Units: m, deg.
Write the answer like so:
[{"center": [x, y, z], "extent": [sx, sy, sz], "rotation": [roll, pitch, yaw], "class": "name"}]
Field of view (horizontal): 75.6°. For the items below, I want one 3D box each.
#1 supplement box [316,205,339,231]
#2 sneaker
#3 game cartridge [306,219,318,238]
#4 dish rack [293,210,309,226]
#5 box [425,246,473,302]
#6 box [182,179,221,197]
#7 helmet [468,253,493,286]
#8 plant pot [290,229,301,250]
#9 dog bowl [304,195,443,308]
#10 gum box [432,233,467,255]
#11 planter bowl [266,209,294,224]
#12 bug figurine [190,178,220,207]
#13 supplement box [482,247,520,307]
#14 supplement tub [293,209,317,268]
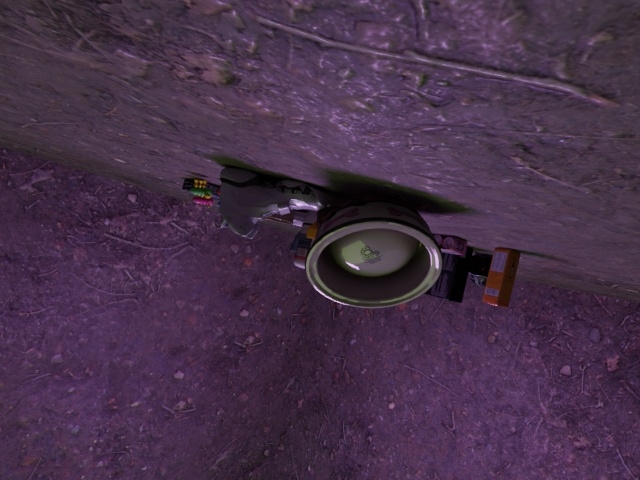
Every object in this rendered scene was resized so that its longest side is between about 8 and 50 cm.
[{"center": [0.083, -0.058, 1.378], "extent": [0.188, 0.081, 0.104], "rotation": [-3, -146, -2], "class": "supplement box"}, {"center": [-0.168, -0.099, 1.350], "extent": [0.365, 0.210, 0.137], "rotation": [13, 177, 2], "class": "sneaker"}, {"center": [0.130, -0.039, 1.553], "extent": [0.285, 0.053, 0.323], "rotation": [13, -159, 15], "class": "game cartridge"}, {"center": [-0.168, -0.130, 2.085], "extent": [0.332, 0.072, 0.285], "rotation": [14, 176, -12], "class": "dish rack"}, {"center": [0.598, 0.147, 1.959], "extent": [0.103, 0.261, 0.184], "rotation": [15, 177, -32], "class": "box"}, {"center": [-0.515, -0.232, 1.951], "extent": [0.220, 0.051, 0.175], "rotation": [16, 176, -40], "class": "box"}, {"center": [0.818, 0.153, 2.054], "extent": [0.169, 0.169, 0.161], "rotation": [10, 159, 48], "class": "helmet"}, {"center": [-0.046, 0.005, 2.819], "extent": [0.293, 0.196, 0.293], "rotation": [13, 178, 1], "class": "plant pot"}, {"center": [0.160, 0.035, 1.271], "extent": [0.408, 0.150, 0.408], "rotation": [2, 137, 2], "class": "dog bowl"}, {"center": [0.517, 0.014, 1.753], "extent": [0.107, 0.062, 0.188], "rotation": [16, 176, -36], "class": "gum box"}, {"center": [-0.176, -0.136, 1.658], "extent": [0.162, 0.109, 0.162], "rotation": [14, 178, 1], "class": "planter bowl"}, {"center": [-0.444, -0.184, 1.771], "extent": [0.216, 0.072, 0.279], "rotation": [9, 168, -12], "class": "bug figurine"}, {"center": [0.733, 0.149, 1.673], "extent": [0.078, 0.233, 0.080], "rotation": [15, 180, -32], "class": "supplement box"}, {"center": [0.000, 0.000, 1.819], "extent": [0.191, 0.272, 0.191], "rotation": [14, 177, 1], "class": "supplement tub"}]
